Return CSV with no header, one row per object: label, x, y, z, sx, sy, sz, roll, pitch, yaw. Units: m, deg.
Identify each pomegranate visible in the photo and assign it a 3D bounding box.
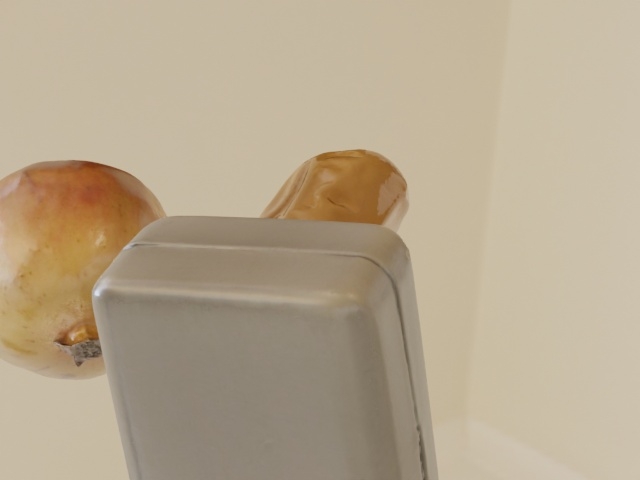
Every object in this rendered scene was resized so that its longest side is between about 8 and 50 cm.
pomegranate,-0.208,0.027,1.399,0.191,0.191,0.191,3,-155,-1

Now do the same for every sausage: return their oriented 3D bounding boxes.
sausage,0.000,0.000,1.691,0.136,0.120,0.241,24,-131,17

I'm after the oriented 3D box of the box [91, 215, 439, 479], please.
box,-0.008,0.110,0.594,0.103,0.244,0.055,2,-151,21
